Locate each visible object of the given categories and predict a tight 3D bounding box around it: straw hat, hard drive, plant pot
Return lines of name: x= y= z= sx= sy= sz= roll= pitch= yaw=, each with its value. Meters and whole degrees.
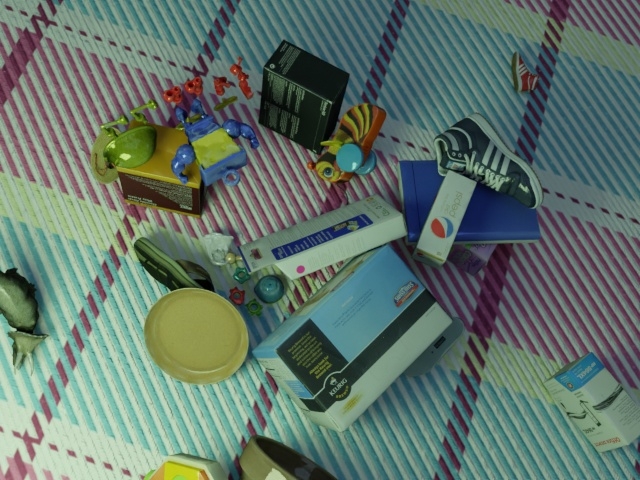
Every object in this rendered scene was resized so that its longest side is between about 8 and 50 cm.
straw hat: x=-0.496 y=-0.205 z=1.902 sx=0.061 sy=0.144 sz=0.144 roll=1 pitch=61 yaw=-52
hard drive: x=0.352 y=-0.093 z=1.855 sx=0.318 sy=0.040 sz=0.210 roll=-1 pitch=69 yaw=-7
plant pot: x=-0.273 y=0.210 z=1.724 sx=0.236 sy=0.032 sz=0.236 roll=2 pitch=108 yaw=5
plant pot: x=-0.090 y=0.561 z=1.581 sx=0.263 sy=0.263 sz=0.229 roll=31 pitch=87 yaw=6

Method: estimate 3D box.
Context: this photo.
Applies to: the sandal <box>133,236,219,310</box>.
sandal: x=-0.305 y=0.087 z=1.793 sx=0.303 sy=0.120 sz=0.086 roll=43 pitch=56 yaw=10

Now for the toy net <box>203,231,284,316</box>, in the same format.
toy net: x=-0.199 y=0.078 z=1.846 sx=0.232 sy=0.045 sz=0.122 roll=40 pitch=71 yaw=11

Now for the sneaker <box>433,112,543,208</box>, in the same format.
sneaker: x=0.379 y=-0.163 z=1.808 sx=0.153 sy=0.099 sz=0.282 roll=-26 pitch=66 yaw=-21

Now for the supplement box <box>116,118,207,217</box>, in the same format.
supplement box: x=-0.363 y=-0.165 z=1.836 sx=0.191 sy=0.194 sz=0.129 roll=12 pitch=67 yaw=-3

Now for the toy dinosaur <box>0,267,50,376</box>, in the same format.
toy dinosaur: x=-0.664 y=0.123 z=1.681 sx=0.121 sy=0.313 sz=0.160 roll=-24 pitch=35 yaw=-26

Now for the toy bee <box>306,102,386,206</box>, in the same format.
toy bee: x=0.046 y=-0.205 z=1.926 sx=0.162 sy=0.195 sz=0.298 roll=19 pitch=77 yaw=27

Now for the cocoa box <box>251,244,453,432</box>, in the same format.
cocoa box: x=0.063 y=0.209 z=1.699 sx=0.347 sy=0.231 sz=0.228 roll=-42 pitch=95 yaw=-19

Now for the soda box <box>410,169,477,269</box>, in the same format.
soda box: x=0.281 y=-0.047 z=1.769 sx=0.074 sy=0.069 sz=0.216 roll=24 pitch=69 yaw=3

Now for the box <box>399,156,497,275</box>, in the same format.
box: x=0.344 y=-0.074 z=1.933 sx=0.243 sy=0.117 sz=0.213 roll=32 pitch=68 yaw=7

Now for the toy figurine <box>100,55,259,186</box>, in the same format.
toy figurine: x=-0.259 y=-0.202 z=1.665 sx=0.362 sy=0.191 sz=0.217 roll=-30 pitch=80 yaw=-16

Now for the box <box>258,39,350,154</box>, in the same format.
box: x=-0.045 y=-0.345 z=1.911 sx=0.184 sy=0.261 sz=0.103 roll=31 pitch=68 yaw=5

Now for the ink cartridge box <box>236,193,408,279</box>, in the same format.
ink cartridge box: x=0.000 y=0.000 z=1.795 sx=0.371 sy=0.176 sz=0.069 roll=-19 pitch=113 yaw=-9

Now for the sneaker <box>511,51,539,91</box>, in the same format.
sneaker: x=0.570 y=-0.468 z=2.156 sx=0.067 sy=0.042 sz=0.118 roll=-1 pitch=76 yaw=-3

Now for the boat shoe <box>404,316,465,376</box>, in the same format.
boat shoe: x=0.271 y=0.251 z=1.829 sx=0.183 sy=0.083 sz=0.065 roll=-43 pitch=77 yaw=8

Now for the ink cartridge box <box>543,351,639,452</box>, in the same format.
ink cartridge box: x=0.629 y=0.372 z=1.775 sx=0.086 sy=0.148 sz=0.203 roll=-33 pitch=76 yaw=-19

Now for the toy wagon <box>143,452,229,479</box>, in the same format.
toy wagon: x=-0.255 y=0.603 z=1.527 sx=0.267 sy=0.068 sz=0.344 roll=0 pitch=85 yaw=38

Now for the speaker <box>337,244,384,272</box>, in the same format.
speaker: x=0.098 y=0.043 z=1.889 sx=0.055 sy=0.055 sz=0.136 roll=36 pitch=68 yaw=7
